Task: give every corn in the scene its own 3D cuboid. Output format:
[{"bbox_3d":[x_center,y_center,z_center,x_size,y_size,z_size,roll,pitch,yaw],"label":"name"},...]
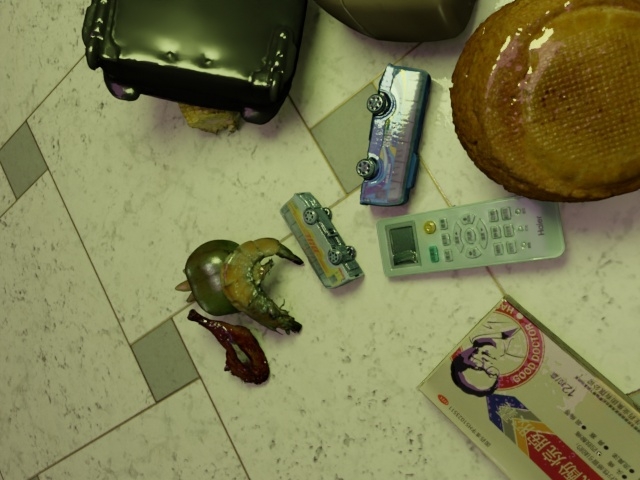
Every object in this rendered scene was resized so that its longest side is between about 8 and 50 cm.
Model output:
[{"bbox_3d":[-0.253,-0.354,1.035,0.124,0.122,0.304,-20,86,-11],"label":"corn"}]

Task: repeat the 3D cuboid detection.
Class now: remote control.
[{"bbox_3d":[0.234,-0.006,0.848,0.294,0.051,0.103,-9,88,30],"label":"remote control"}]

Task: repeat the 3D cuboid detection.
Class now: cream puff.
[{"bbox_3d":[0.325,-0.197,0.694,0.304,0.212,0.302,3,113,7],"label":"cream puff"}]

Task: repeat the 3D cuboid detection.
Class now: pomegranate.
[{"bbox_3d":[-0.206,0.079,1.033,0.191,0.131,0.151,-23,91,50],"label":"pomegranate"}]

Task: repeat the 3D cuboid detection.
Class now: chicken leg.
[{"bbox_3d":[-0.175,0.208,1.028,0.093,0.053,0.205,-26,101,15],"label":"chicken leg"}]

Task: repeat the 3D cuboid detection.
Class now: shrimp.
[{"bbox_3d":[-0.088,0.084,0.966,0.051,0.217,0.150,9,58,52],"label":"shrimp"}]

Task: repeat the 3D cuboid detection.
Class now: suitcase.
[{"bbox_3d":[-0.199,-0.395,0.888,0.346,0.188,0.338,9,85,-5],"label":"suitcase"}]

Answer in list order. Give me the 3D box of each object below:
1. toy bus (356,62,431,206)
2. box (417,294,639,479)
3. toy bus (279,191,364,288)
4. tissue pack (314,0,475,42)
[{"bbox_3d":[0.124,-0.170,0.875,0.094,0.079,0.236,12,98,23],"label":"toy bus"},{"bbox_3d":[0.353,0.279,0.801,0.353,0.069,0.214,44,110,19],"label":"box"},{"bbox_3d":[0.000,0.000,0.955,0.075,0.064,0.190,-37,77,29],"label":"toy bus"},{"bbox_3d":[0.110,-0.506,0.757,0.277,0.267,0.386,16,101,21],"label":"tissue pack"}]
